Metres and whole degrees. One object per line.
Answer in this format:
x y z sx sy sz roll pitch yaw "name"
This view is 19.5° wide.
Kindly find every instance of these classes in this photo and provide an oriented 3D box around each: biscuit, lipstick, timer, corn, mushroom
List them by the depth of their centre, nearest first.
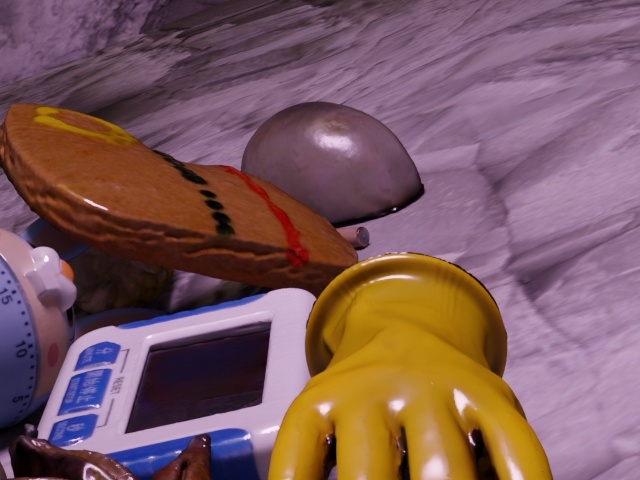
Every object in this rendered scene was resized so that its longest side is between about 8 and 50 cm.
-0.081 0.115 1.162 0.178 0.078 0.253 -12 17 6 "timer"
-0.219 0.047 1.394 0.255 0.175 0.175 -24 16 -24 "timer"
-0.118 -0.043 1.504 0.277 0.052 0.262 13 18 -22 "biscuit"
0.000 0.000 1.625 0.094 0.019 0.019 -5 18 38 "lipstick"
-0.193 -0.017 1.686 0.122 0.123 0.305 -11 13 -7 "corn"
0.003 -0.073 1.745 0.188 0.117 0.141 1 33 37 "mushroom"

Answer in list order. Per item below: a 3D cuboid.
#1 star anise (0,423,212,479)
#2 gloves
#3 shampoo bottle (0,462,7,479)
-0.078 0.174 0.913 0.272 0.102 0.272 10 18 -3 "star anise"
0.046 0.103 0.955 0.133 0.116 0.294 -9 17 4 "gloves"
-0.349 0.208 1.084 0.350 0.084 0.125 -21 13 -18 "shampoo bottle"
